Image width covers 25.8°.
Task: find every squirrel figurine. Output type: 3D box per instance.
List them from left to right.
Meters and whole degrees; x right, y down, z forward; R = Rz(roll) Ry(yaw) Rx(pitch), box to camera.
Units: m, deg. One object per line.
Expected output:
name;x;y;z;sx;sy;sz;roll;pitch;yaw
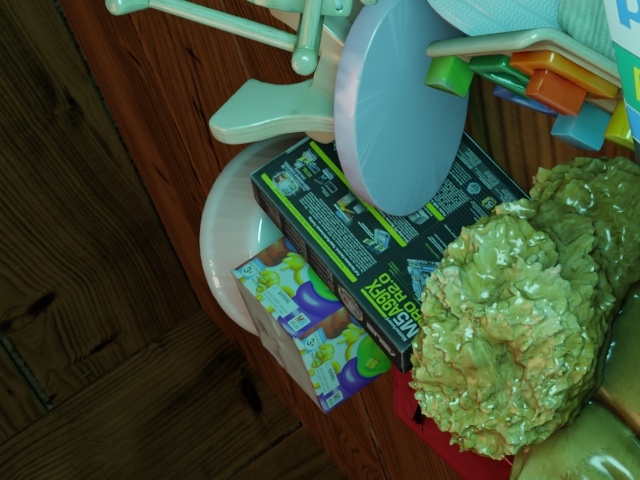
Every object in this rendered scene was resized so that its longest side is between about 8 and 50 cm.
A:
squirrel figurine;0.206;0.147;1.074;0.397;0.370;0.281;51;167;-9

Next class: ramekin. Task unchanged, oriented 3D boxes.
ramekin;0.000;0.000;1.755;0.277;0.277;0.135;60;159;-17

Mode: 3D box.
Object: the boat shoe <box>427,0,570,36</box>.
boat shoe;0.108;-0.258;1.158;0.302;0.109;0.094;47;-161;25

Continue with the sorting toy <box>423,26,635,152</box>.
sorting toy;0.193;-0.105;1.056;0.196;0.047;0.348;20;178;-19

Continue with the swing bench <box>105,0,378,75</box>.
swing bench;-0.016;-0.295;1.025;0.165;0.254;0.253;20;122;13

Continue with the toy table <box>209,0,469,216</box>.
toy table;0.029;-0.157;1.372;0.161;0.252;0.274;29;143;29

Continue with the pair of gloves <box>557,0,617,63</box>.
pair of gloves;0.153;-0.254;0.986;0.240;0.042;0.204;47;150;24

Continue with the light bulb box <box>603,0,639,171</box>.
light bulb box;0.347;0.008;0.636;0.358;0.225;0.361;42;162;47

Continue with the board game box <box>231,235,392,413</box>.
board game box;0.063;0.042;1.597;0.142;0.275;0.144;43;162;42

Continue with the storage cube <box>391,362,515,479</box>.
storage cube;0.212;0.158;1.518;0.193;0.215;0.183;43;162;23

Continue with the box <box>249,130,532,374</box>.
box;0.089;-0.025;1.481;0.270;0.216;0.060;48;165;25
